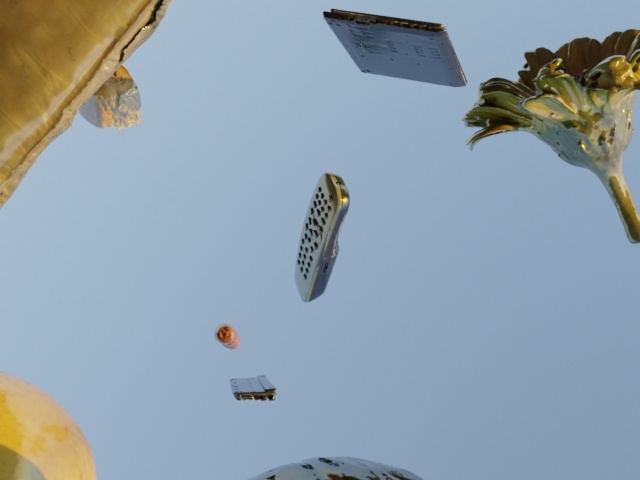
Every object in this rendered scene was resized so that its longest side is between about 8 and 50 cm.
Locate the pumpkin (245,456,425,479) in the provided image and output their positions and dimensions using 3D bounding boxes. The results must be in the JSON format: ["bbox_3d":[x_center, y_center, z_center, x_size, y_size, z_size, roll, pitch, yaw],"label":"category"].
[{"bbox_3d":[0.022,0.311,0.740,0.300,0.207,0.300,5,-107,-17],"label":"pumpkin"}]

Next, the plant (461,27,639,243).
[{"bbox_3d":[0.368,-0.178,1.303,0.306,0.297,0.261,-22,-144,42],"label":"plant"}]

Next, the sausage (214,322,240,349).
[{"bbox_3d":[-0.172,0.177,1.805,0.043,0.186,0.043,0,-100,-2],"label":"sausage"}]

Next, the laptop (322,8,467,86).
[{"bbox_3d":[0.084,-0.202,1.044,0.129,0.180,0.016,12,-95,18],"label":"laptop"}]

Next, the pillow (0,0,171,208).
[{"bbox_3d":[-0.161,-0.142,0.534,0.302,0.075,0.185,-48,-116,6],"label":"pillow"}]

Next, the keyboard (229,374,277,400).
[{"bbox_3d":[-0.119,0.255,1.680,0.072,0.231,0.023,-2,-92,-7],"label":"keyboard"}]

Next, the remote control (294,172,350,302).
[{"bbox_3d":[0.000,0.000,1.372,0.042,0.222,0.072,-6,-133,-22],"label":"remote control"}]

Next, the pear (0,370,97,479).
[{"bbox_3d":[-0.421,0.304,1.068,0.348,0.348,0.348,-12,-131,14],"label":"pear"}]

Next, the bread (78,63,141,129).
[{"bbox_3d":[-0.291,-0.208,1.273,0.082,0.106,0.125,-31,-100,-12],"label":"bread"}]
